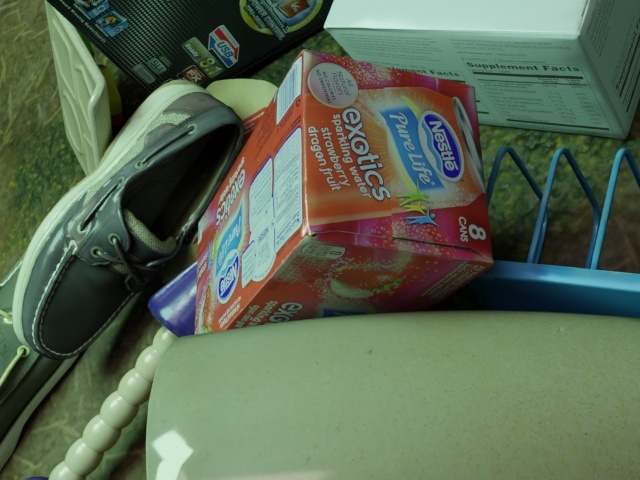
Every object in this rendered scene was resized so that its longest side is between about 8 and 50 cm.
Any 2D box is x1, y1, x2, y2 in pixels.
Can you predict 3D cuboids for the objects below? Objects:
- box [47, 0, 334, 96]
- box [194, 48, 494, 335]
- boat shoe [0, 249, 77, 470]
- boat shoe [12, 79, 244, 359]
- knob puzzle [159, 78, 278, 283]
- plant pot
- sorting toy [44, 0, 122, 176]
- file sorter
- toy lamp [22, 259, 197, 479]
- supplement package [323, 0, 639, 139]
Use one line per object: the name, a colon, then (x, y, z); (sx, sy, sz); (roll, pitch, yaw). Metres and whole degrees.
box: (-0.128, -0.253, 0.785); (0.216, 0.270, 0.060); (-27, 55, 14)
box: (0.000, 0.000, 0.611); (0.257, 0.123, 0.128); (132, 142, -57)
boat shoe: (-0.313, 0.110, 0.856); (0.109, 0.091, 0.305); (25, 83, 38)
boat shoe: (-0.169, -0.012, 0.782); (0.092, 0.103, 0.285); (29, 83, 47)
knob puzzle: (-0.085, -0.071, 0.832); (0.213, 0.030, 0.213); (-17, 60, 32)
plant pot: (0.078, 0.144, 0.522); (0.274, 0.256, 0.256); (-17, 59, 8)
sorting toy: (-0.230, -0.130, 0.880); (0.038, 0.193, 0.208); (-14, 50, -19)
file sorter: (0.196, 0.006, 0.567); (0.170, 0.118, 0.104); (5, 68, 34)
toy lamp: (-0.161, 0.133, 0.761); (0.080, 0.080, 0.274); (39, 95, 38)
supplement package: (0.158, -0.236, 0.684); (0.204, 0.145, 0.261); (12, 75, 36)
